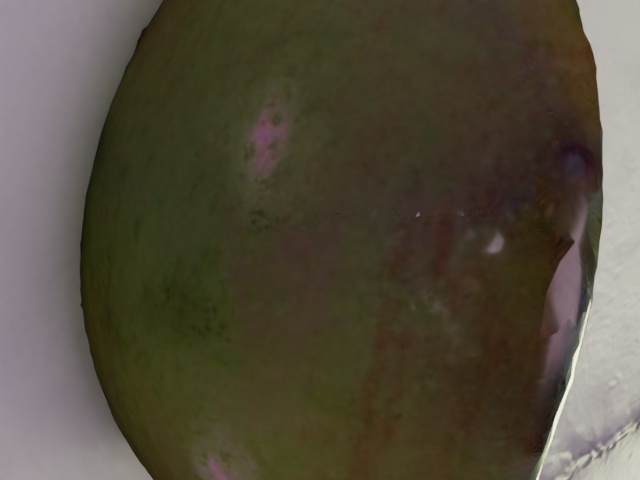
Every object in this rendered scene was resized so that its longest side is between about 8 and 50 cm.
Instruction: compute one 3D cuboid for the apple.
[{"bbox_3d":[0.000,0.000,0.427,0.120,0.193,0.264,4,104,-34],"label":"apple"}]
